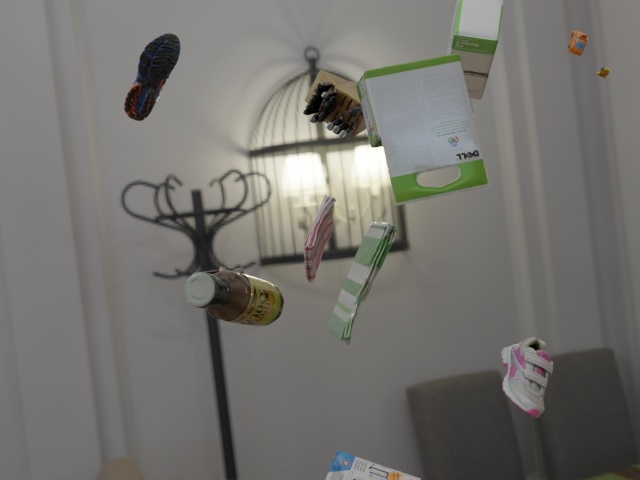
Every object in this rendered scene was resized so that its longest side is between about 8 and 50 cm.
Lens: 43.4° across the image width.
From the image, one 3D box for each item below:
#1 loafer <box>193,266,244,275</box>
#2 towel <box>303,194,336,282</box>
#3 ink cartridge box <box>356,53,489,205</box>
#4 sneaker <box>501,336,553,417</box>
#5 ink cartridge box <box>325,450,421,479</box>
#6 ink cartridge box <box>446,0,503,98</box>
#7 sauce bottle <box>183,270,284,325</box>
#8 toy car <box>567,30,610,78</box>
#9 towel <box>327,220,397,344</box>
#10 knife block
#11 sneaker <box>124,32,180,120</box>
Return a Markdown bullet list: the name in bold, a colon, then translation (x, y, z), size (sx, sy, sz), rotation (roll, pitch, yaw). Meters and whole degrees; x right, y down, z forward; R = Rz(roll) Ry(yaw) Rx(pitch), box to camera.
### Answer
- **loafer**: translation (-0.251, 0.083, 1.973), size (0.125, 0.039, 0.045), rotation (-16, 5, -3)
- **towel**: translation (0.000, 0.000, 1.837), size (0.029, 0.144, 0.197), rotation (18, -25, 10)
- **ink cartridge box**: translation (0.189, -0.200, 1.506), size (0.189, 0.255, 0.097), rotation (-12, -4, -7)
- **sneaker**: translation (0.523, 0.329, 2.009), size (0.103, 0.111, 0.252), rotation (31, 32, -17)
- **ink cartridge box**: translation (0.118, 0.684, 2.051), size (0.233, 0.168, 0.171), rotation (16, 33, 11)
- **ink cartridge box**: translation (0.396, -0.526, 2.093), size (0.115, 0.198, 0.273), rotation (9, -22, 5)
- **sauce bottle**: translation (-0.184, 0.123, 1.718), size (0.112, 0.111, 0.344), rotation (-7, -10, 18)
- **toy car**: translation (0.616, -0.428, 1.815), size (0.060, 0.122, 0.040), rotation (-53, 1, -19)
- **towel**: translation (0.106, 0.104, 2.125), size (0.038, 0.324, 0.248), rotation (22, 0, -9)
- **knife block**: translation (0.078, -0.295, 1.880), size (0.276, 0.088, 0.242), rotation (14, 27, -37)
- **sneaker**: translation (-0.400, -0.393, 1.908), size (0.083, 0.221, 0.087), rotation (30, 14, -12)
